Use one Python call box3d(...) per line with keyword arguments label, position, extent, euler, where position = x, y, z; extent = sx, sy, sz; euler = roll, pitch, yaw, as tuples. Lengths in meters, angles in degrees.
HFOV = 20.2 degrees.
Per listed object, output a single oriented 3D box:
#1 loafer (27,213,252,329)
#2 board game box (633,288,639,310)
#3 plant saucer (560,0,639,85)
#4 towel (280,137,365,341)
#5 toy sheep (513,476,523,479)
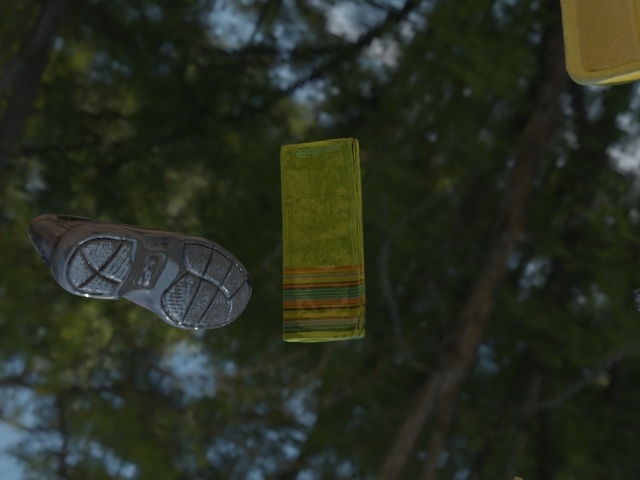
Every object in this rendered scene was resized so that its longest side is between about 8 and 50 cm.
box3d(label="loafer", position=(-0.199, 0.023, 2.018), extent=(0.095, 0.109, 0.302), euler=(35, -169, 38))
box3d(label="board game box", position=(0.429, 0.042, 1.980), extent=(0.126, 0.026, 0.186), euler=(-15, 173, -7))
box3d(label="plant saucer", position=(0.352, -0.276, 1.416), extent=(0.081, 0.333, 0.333), euler=(49, -146, -53))
box3d(label="towel", position=(0.000, 0.000, 2.109), extent=(0.102, 0.237, 0.021), euler=(-5, 171, 21))
box3d(label="toy sheep", position=(0.211, 0.340, 2.108), extent=(0.091, 0.132, 0.091), euler=(26, 178, 1))
